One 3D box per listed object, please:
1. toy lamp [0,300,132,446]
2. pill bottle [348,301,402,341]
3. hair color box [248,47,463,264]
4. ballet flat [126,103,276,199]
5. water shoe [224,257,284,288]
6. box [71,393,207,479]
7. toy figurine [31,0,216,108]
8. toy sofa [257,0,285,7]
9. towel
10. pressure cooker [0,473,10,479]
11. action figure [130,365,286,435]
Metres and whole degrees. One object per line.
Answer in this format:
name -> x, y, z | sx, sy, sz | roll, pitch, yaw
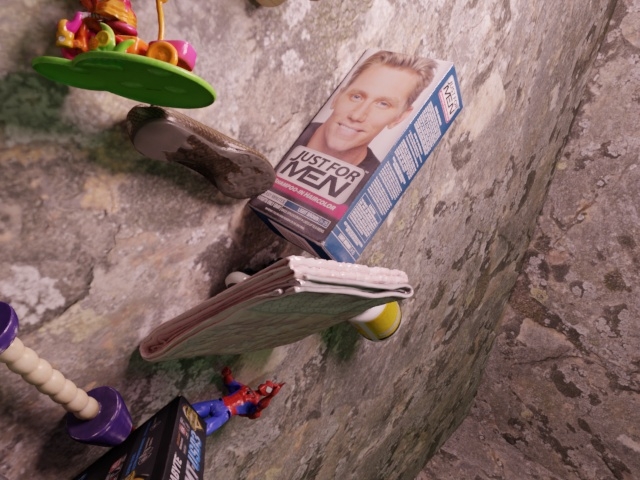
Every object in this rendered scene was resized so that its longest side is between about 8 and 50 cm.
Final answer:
toy lamp -> -0.320, 0.182, 0.569 | 0.080, 0.080, 0.275 | -43, 142, -24
pill bottle -> 0.107, 0.145, 1.047 | 0.119, 0.119, 0.208 | -53, 145, -11
hair color box -> 0.061, -0.139, 0.743 | 0.347, 0.173, 0.105 | -54, 143, -11
ballet flat -> -0.146, -0.115, 0.606 | 0.084, 0.058, 0.249 | -42, 152, 18
water shoe -> -0.089, 0.066, 0.807 | 0.203, 0.072, 0.080 | 28, 64, -55
box -> -0.272, 0.344, 0.535 | 0.293, 0.295, 0.073 | -37, 99, -9
toy figurine -> -0.178, -0.228, 0.445 | 0.130, 0.172, 0.160 | 41, 56, -87
toy sofa -> -0.079, -0.404, 0.435 | 0.362, 0.176, 0.151 | 19, 74, -54
towel -> -0.054, 0.118, 0.727 | 0.316, 0.054, 0.331 | -28, 158, 30
pressure cooker -> -0.401, 0.218, 0.222 | 0.375, 0.370, 0.421 | -27, 134, -15
action figure -> -0.175, 0.282, 0.799 | 0.280, 0.091, 0.139 | -9, 138, -49
